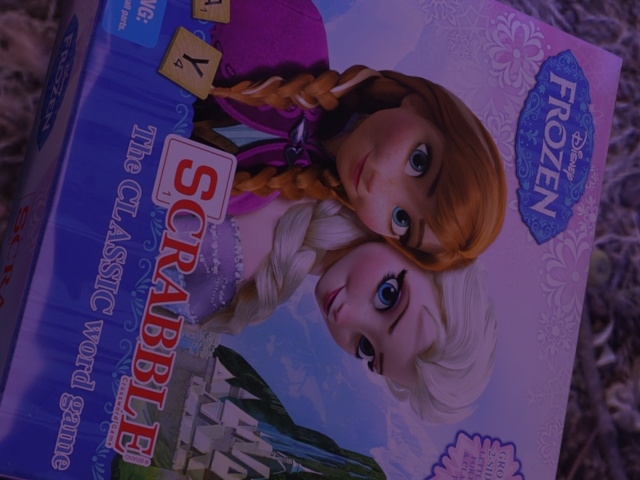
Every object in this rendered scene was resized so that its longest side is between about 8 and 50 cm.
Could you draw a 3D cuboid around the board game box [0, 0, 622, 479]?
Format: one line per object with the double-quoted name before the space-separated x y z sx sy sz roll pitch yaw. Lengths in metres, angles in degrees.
"board game box" 0.000 0.000 0.765 0.318 0.066 0.318 18 75 -27
